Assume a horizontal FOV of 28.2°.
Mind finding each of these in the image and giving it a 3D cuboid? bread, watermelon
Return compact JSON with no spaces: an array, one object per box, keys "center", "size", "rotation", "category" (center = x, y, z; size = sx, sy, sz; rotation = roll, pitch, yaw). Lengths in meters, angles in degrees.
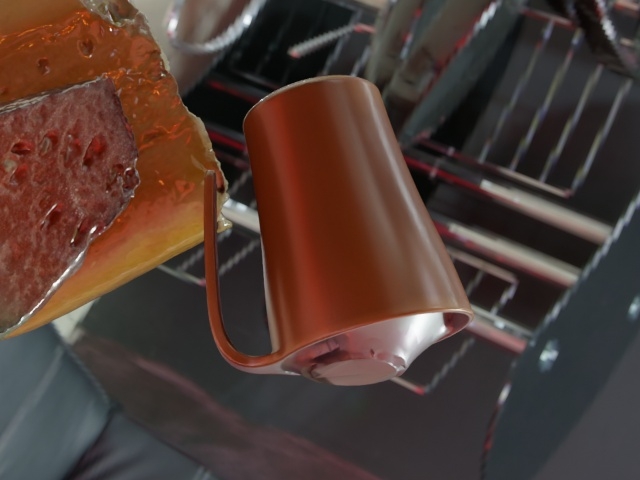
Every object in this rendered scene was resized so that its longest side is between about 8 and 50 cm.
[{"center":[-0.330,-0.094,1.400],"size":[0.394,0.361,0.250],"rotation":[-29,-173,-1],"category":"bread"},{"center":[-0.280,-0.048,1.150],"size":[0.257,0.140,0.193],"rotation":[-38,116,-23],"category":"watermelon"}]

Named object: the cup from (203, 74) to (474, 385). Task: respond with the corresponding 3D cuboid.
[{"center":[0.000,0.000,1.143],"size":[0.182,0.226,0.264],"rotation":[93,-17,-73],"category":"cup"}]
